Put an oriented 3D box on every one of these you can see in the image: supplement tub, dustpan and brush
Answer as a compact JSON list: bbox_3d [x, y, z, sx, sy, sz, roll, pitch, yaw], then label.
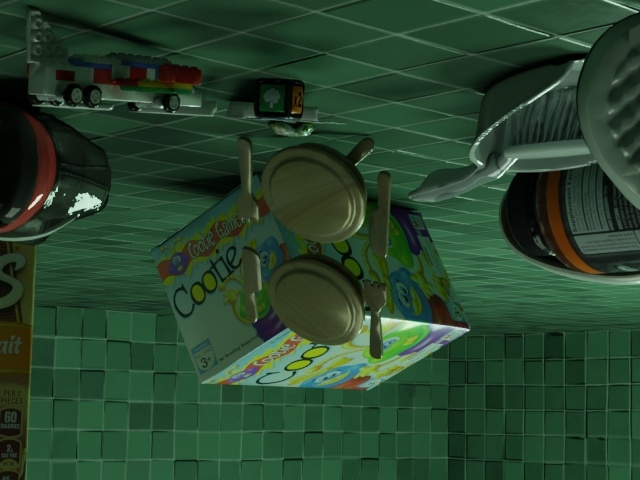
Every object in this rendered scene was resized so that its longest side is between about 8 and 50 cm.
[{"bbox_3d":[0.228,-0.030,1.042,0.106,0.106,0.198,7,172,-40],"label":"supplement tub"},{"bbox_3d":[0.134,-0.063,0.960,0.147,0.060,0.211,7,171,-40],"label":"dustpan and brush"}]

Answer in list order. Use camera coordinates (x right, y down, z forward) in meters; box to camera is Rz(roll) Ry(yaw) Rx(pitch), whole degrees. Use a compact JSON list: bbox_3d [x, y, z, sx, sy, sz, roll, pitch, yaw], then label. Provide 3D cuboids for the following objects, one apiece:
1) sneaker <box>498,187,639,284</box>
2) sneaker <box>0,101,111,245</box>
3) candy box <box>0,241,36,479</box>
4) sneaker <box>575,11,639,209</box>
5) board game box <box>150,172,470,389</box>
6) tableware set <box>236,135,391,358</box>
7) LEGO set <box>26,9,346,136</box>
[{"bbox_3d":[0.292,-0.013,1.160,0.290,0.106,0.123,-3,170,18],"label":"sneaker"},{"bbox_3d":[-0.259,-0.042,1.044,0.276,0.097,0.135,-1,176,38],"label":"sneaker"},{"bbox_3d":[-0.333,0.086,1.204,0.183,0.316,0.087,3,174,-18],"label":"candy box"},{"bbox_3d":[0.270,-0.045,0.802,0.321,0.126,0.127,18,-168,-16],"label":"sneaker"},{"bbox_3d":[-0.003,0.049,1.396,0.144,0.142,0.275,-34,156,27],"label":"board game box"},{"bbox_3d":[0.000,0.000,1.162,0.128,0.194,0.039,15,-139,19],"label":"tableware set"},{"bbox_3d":[-0.081,-0.096,0.868,0.182,0.060,0.244,2,-175,-10],"label":"LEGO set"}]
